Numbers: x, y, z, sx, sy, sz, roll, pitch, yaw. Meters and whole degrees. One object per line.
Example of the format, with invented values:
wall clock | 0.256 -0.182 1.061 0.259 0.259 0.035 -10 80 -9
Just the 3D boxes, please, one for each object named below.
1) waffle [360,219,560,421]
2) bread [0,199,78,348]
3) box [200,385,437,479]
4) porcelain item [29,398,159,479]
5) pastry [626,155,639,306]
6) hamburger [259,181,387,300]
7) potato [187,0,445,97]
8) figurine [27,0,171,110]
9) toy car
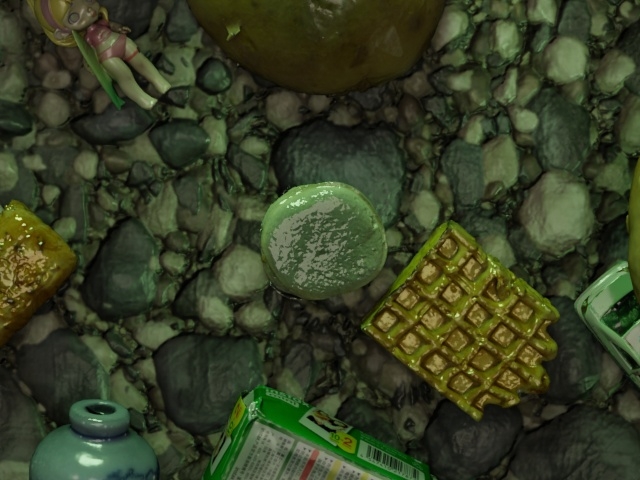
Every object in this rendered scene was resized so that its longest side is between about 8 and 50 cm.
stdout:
waffle | 0.174 0.100 1.738 0.211 0.055 0.160 38 95 -6
bread | -0.367 0.058 1.699 0.114 0.083 0.211 43 92 -3
box | -0.009 0.288 1.734 0.250 0.103 0.180 26 96 -4
porcelain item | -0.255 0.304 1.714 0.141 0.141 0.259 8 106 -3
pastry | 0.515 -0.005 1.643 0.410 0.245 0.409 0 96 -3
hamburger | 0.000 0.000 1.716 0.140 0.062 0.133 -22 102 -2
potato | -0.010 -0.273 1.659 0.299 0.116 0.239 28 100 -4
figurine | -0.245 -0.215 1.681 0.187 0.083 0.083 42 94 -19
toy car | 0.383 0.130 1.742 0.090 0.076 0.224 -41 97 1
